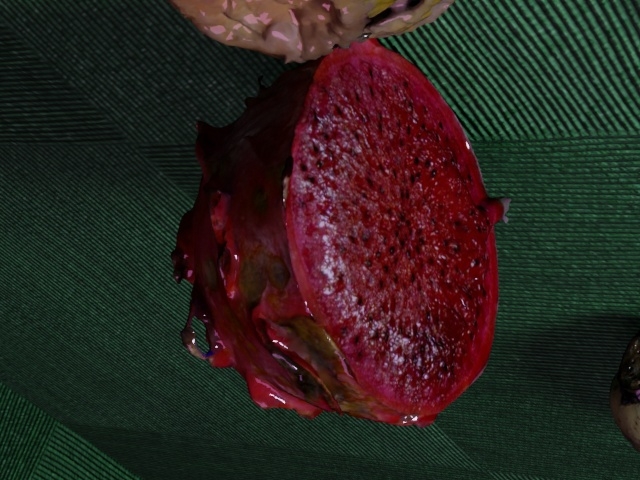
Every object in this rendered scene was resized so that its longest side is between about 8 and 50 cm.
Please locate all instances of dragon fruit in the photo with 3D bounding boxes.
[{"bbox_3d":[0.000,0.000,1.571,0.249,0.386,0.371,-14,174,34],"label":"dragon fruit"}]

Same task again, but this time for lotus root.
[{"bbox_3d":[0.474,0.211,1.968,0.173,0.173,0.309,-6,154,45],"label":"lotus root"}]

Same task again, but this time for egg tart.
[{"bbox_3d":[-0.040,-0.257,1.342,0.352,0.150,0.352,14,154,7],"label":"egg tart"}]
